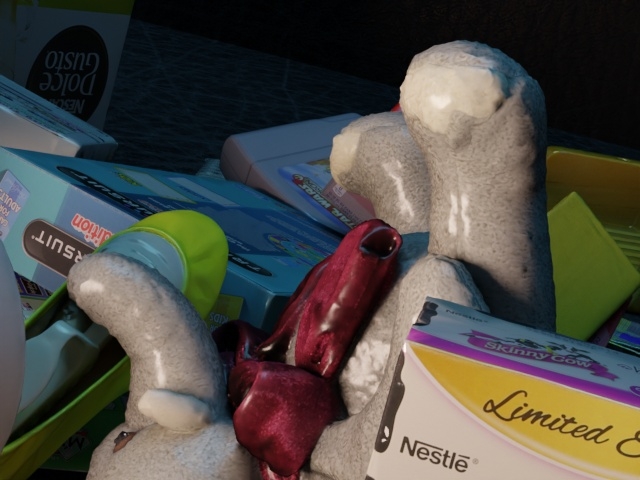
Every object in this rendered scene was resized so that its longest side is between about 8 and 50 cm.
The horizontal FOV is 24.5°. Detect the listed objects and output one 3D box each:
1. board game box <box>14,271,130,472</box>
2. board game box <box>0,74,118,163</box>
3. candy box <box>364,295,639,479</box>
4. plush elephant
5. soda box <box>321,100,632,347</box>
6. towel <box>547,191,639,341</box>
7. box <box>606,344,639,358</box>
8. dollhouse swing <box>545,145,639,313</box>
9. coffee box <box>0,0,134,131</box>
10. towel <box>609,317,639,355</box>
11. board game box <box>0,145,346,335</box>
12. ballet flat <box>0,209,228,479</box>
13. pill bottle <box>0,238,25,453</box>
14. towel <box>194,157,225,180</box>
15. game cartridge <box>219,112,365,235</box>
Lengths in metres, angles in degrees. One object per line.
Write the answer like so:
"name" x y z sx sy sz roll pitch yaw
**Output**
"board game box" -0.228 0.065 1.005 0.213 0.046 0.317 10 14 -23
"board game box" -0.304 -0.097 1.265 0.224 0.097 0.303 28 2 -4
"candy box" 0.081 0.157 0.559 0.159 0.233 0.071 16 13 7
"plush elephant" -0.018 0.084 0.765 0.255 0.330 0.272 -11 5 -8
"soda box" 0.135 0.003 1.254 0.263 0.083 0.092 41 50 -3
"towel" 0.168 0.056 1.180 0.237 0.021 0.102 -38 92 -38
"box" 0.227 0.081 1.411 0.105 0.043 0.179 12 12 -13
"dollhouse swing" 0.439 -0.095 1.780 0.315 0.305 0.347 9 16 -22
"coffee box" -0.436 -0.301 1.643 0.338 0.334 0.337 24 16 29
"towel" 0.277 0.085 1.346 0.060 0.009 0.083 23 15 22
"board game box" -0.065 0.025 1.130 0.253 0.079 0.336 27 10 27
"ballet flat" -0.131 0.053 0.838 0.077 0.077 0.231 37 63 14
"pill bottle" -0.320 0.054 0.627 0.204 0.204 0.361 25 18 37
"towel" 0.000 0.000 1.518 0.312 0.056 0.324 17 12 0
"game cartridge" 0.050 -0.023 1.388 0.198 0.062 0.297 -11 41 -45
